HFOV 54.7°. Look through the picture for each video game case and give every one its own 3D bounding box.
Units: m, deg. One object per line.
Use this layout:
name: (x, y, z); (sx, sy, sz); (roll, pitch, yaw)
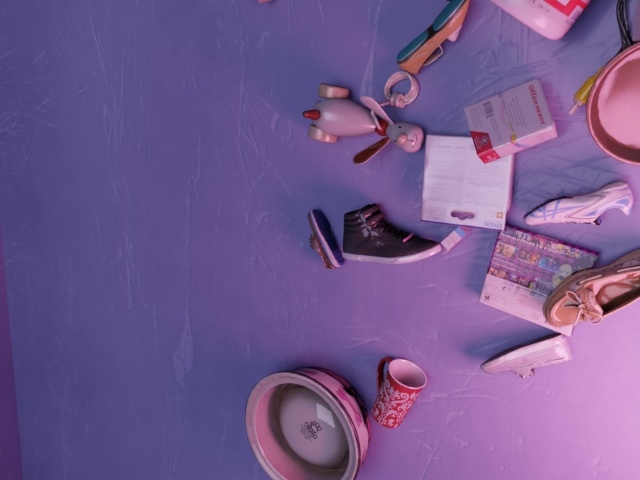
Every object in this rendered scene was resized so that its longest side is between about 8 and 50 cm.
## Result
video game case: (0.519, 0.091, 1.486); (0.231, 0.041, 0.211); (20, 111, 27)

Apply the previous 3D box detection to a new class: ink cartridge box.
ink cartridge box: (0.339, -0.004, 1.574); (0.028, 0.048, 0.083); (50, 121, 13)
ink cartridge box: (0.361, -0.146, 1.525); (0.223, 0.045, 0.224); (10, 103, 29)
ink cartridge box: (0.432, -0.268, 1.404); (0.175, 0.072, 0.128); (-19, 71, 24)

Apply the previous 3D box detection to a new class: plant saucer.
plant saucer: (0.677, -0.280, 1.237); (0.277, 0.041, 0.278); (6, 126, 9)

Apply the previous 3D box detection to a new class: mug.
mug: (0.213, 0.422, 1.739); (0.113, 0.150, 0.170); (14, 118, -9)

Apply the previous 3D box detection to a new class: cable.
cable: (0.637, -0.376, 1.285); (0.139, 0.072, 0.288); (24, 113, 20)

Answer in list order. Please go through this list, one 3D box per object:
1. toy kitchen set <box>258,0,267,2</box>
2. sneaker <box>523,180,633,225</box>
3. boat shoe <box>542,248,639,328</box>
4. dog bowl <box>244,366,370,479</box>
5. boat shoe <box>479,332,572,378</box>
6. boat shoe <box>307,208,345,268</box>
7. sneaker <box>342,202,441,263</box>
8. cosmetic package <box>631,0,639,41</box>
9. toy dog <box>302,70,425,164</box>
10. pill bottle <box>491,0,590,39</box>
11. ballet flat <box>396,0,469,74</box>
toy kitchen set: (-0.183, -0.791, 1.707); (0.166, 0.122, 0.207); (28, 135, 24)
sneaker: (0.574, -0.066, 1.389); (0.237, 0.085, 0.086); (-16, 88, 35)
boat shoe: (0.623, 0.111, 1.358); (0.285, 0.089, 0.105); (-36, 97, 20)
dog bowl: (-0.027, 0.569, 1.881); (0.407, 0.150, 0.409); (8, 104, 31)
boat shoe: (0.505, 0.299, 1.521); (0.227, 0.079, 0.081); (-28, 81, 31)
boat shoe: (0.000, 0.000, 1.781); (0.066, 0.066, 0.183); (-26, 87, 35)
sneaker: (0.174, -0.023, 1.640); (0.295, 0.104, 0.147); (1, 107, 37)
cosmetic package: (0.692, -0.504, 1.194); (0.117, 0.085, 0.231); (6, 104, 5)
toy dog: (0.088, -0.308, 1.595); (0.333, 0.161, 0.220); (-1, 102, 33)
pill bottle: (0.509, -0.629, 1.213); (0.229, 0.229, 0.408); (44, 120, 17)
ballet flat: (0.285, -0.492, 1.490); (0.073, 0.080, 0.232); (33, 132, -24)
